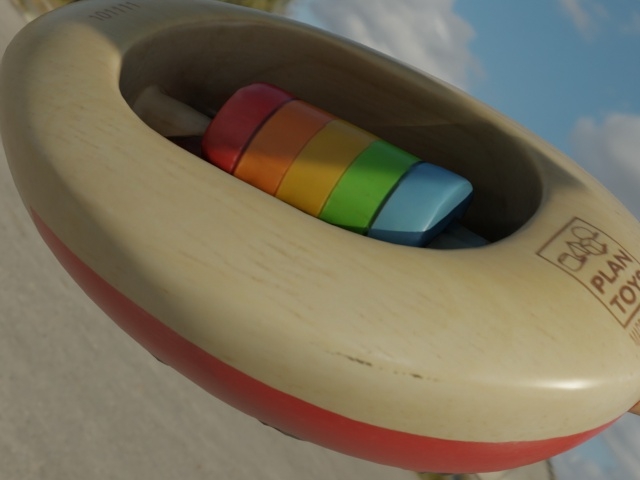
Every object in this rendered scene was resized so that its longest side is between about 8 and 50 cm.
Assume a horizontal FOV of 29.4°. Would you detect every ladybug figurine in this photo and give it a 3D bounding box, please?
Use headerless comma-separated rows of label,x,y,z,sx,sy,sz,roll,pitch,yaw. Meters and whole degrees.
ladybug figurine,0.000,0.000,0.737,0.449,0.305,0.162,31,-54,21
